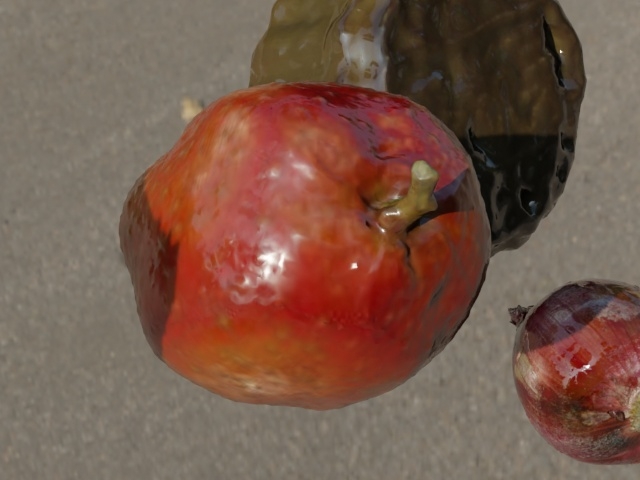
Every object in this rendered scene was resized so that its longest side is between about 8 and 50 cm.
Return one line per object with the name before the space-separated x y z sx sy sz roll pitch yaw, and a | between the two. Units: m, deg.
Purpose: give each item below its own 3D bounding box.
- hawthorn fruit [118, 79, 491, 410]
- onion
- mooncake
hawthorn fruit | 0.000 0.000 0.771 0.205 0.205 0.253 -28 6 -24
onion | 0.224 0.097 1.149 0.160 0.159 0.195 -21 33 -18
mooncake | 0.101 -0.126 1.286 0.187 0.324 0.324 -7 29 50
